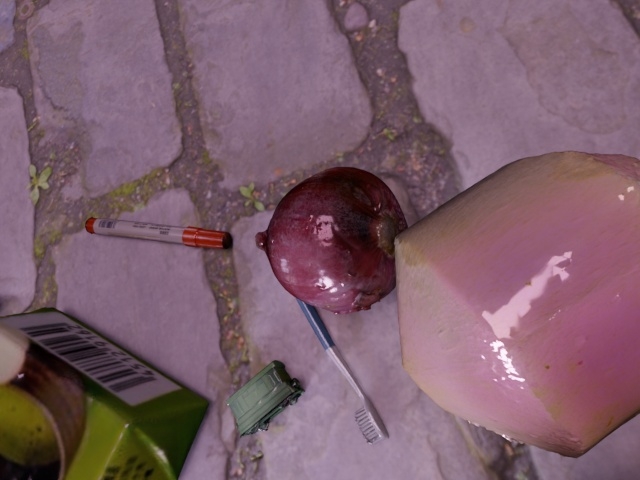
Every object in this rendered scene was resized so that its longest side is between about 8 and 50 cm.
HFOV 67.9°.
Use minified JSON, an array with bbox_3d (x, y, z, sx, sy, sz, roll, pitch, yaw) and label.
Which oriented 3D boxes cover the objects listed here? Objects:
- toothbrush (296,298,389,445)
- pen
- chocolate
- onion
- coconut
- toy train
[{"bbox_3d":[0.000,0.112,0.570,0.025,0.019,0.275,-37,68,15],"label":"toothbrush"},{"bbox_3d":[-0.234,-0.011,0.674,0.239,0.028,0.028,6,78,20],"label":"pen"},{"bbox_3d":[-0.335,0.265,0.579,0.301,0.137,0.288,22,84,22],"label":"chocolate"},{"bbox_3d":[0.000,0.000,0.535,0.195,0.159,0.159,-2,75,41],"label":"onion"},{"bbox_3d":[0.183,0.056,0.423,0.245,0.233,0.233,-35,68,7],"label":"coconut"},{"bbox_3d":[-0.067,0.188,0.563,0.093,0.038,0.056,-41,65,5],"label":"toy train"}]
